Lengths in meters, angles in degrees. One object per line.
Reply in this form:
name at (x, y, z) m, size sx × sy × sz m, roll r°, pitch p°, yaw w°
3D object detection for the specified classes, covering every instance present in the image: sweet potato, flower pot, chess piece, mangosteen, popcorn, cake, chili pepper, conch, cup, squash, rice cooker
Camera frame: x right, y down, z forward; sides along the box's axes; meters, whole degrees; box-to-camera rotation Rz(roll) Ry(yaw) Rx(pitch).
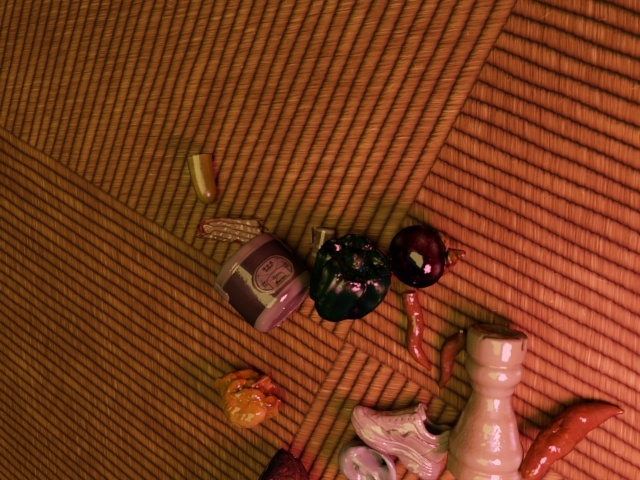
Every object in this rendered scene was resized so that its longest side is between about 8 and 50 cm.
sweet potato at (0.702, 0.559, 1.449) m, size 0.354 × 0.106 × 0.095 m, roll -32°, pitch 125°, yaw -8°
flower pot at (-0.104, 0.938, 1.803) m, size 0.267 × 0.266 × 0.267 m, roll 35°, pitch 110°, yaw 3°
chess piece at (0.506, 0.480, 1.489) m, size 0.234 × 0.234 × 0.442 m, roll 7°, pitch 97°, yaw 21°
sweet potato at (0.307, 0.298, 1.631) m, size 0.059 × 0.067 × 0.281 m, roll 11°, pitch 111°, yaw 59°
sweet potato at (0.412, 0.367, 1.601) m, size 0.069 × 0.059 × 0.250 m, roll 51°, pitch 134°, yaw 48°
mangosteen at (0.323, 0.043, 1.530) m, size 0.230 × 0.194 × 0.194 m, roll -15°, pitch 92°, yaw -1°
popcorn at (-0.272, 0.588, 1.847) m, size 0.253 × 0.190 × 0.191 m, roll 7°, pitch 108°, yaw 17°
cake at (-0.324, -0.032, 1.820) m, size 0.287 × 0.135 × 0.098 m, roll 3°, pitch 85°, yaw 13°
chili pepper at (0.084, 0.128, 1.598) m, size 0.257 × 0.248 × 0.233 m, roll -65°, pitch 35°, yaw 36°
conch at (0.164, 0.758, 1.714) m, size 0.221 × 0.121 × 0.185 m, roll 4°, pitch 131°, yaw 28°
cup at (0.008, 0.001, 1.713) m, size 0.074 × 0.102 × 0.099 m, roll 6°, pitch 102°, yaw -17°
squash at (-0.433, -0.221, 1.842) m, size 0.095 × 0.095 × 0.188 m, roll -5°, pitch 96°, yaw 23°
rice cooker at (-0.191, 0.134, 1.700) m, size 0.277 × 0.288 × 0.288 m, roll 44°, pitch 111°, yaw 12°

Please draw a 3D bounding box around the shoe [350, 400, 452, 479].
shoe at (0.276, 0.610, 1.661) m, size 0.342 × 0.132 × 0.211 m, roll 29°, pitch 102°, yaw 14°
